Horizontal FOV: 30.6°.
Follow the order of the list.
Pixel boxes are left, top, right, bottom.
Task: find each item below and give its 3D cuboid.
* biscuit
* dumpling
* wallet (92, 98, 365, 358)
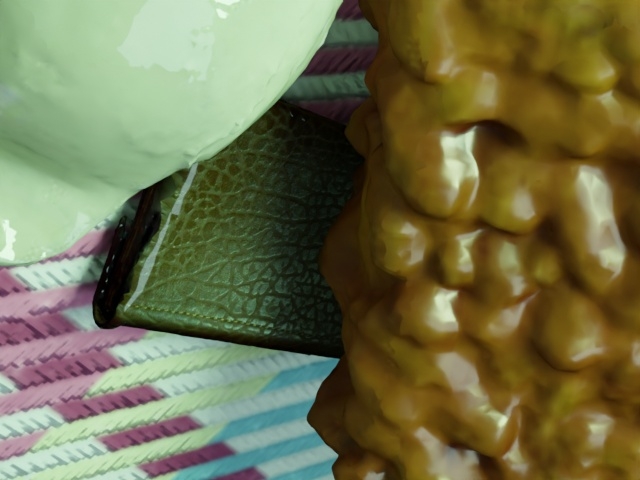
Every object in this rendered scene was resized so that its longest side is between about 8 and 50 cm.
[{"bbox_3d":[0.153,0.007,0.538,0.110,0.318,0.312,-66,165,-61],"label":"biscuit"},{"bbox_3d":[-0.086,-0.113,0.396,0.193,0.147,0.258,31,90,-23],"label":"dumpling"},{"bbox_3d":[0.000,0.000,0.629,0.243,0.039,0.133,14,105,-45],"label":"wallet"}]
